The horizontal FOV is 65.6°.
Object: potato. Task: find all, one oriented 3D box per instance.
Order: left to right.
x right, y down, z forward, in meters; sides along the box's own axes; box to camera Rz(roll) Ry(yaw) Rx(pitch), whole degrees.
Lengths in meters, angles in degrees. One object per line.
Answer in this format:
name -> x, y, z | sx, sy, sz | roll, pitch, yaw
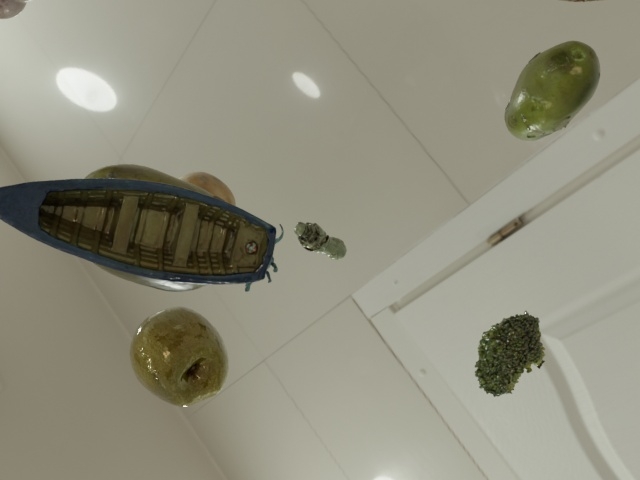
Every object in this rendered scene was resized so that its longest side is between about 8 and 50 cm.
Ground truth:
potato -> -0.218, -0.008, 0.688 | 0.228, 0.197, 0.148 | 68, -174, -66
potato -> -0.206, -0.061, 0.882 | 0.112, 0.112, 0.147 | 7, -138, -44
potato -> 0.481, -0.310, 1.056 | 0.148, 0.253, 0.186 | 42, -113, 12

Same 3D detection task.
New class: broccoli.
broccoli -> 0.238, 0.144, 0.626 | 0.092, 0.095, 0.096 | 61, -161, -58

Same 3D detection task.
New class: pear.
pear -> -0.313, 0.245, 1.086 | 0.188, 0.211, 0.228 | -48, -50, -17

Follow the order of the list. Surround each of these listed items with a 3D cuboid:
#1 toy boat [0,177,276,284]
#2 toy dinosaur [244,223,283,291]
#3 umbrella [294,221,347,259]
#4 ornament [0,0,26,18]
toy boat -> -0.146, -0.011, 0.413 | 0.229, 0.080, 0.046 | 11, -174, -30
toy dinosaur -> -0.133, 0.051, 1.183 | 0.045, 0.197, 0.080 | 14, -155, -37
umbrella -> 0.000, 0.000, 1.087 | 0.144, 0.062, 0.067 | 30, -132, -34
ornament -> -0.513, -0.430, 0.750 | 0.178, 0.177, 0.177 | 29, -141, -26
